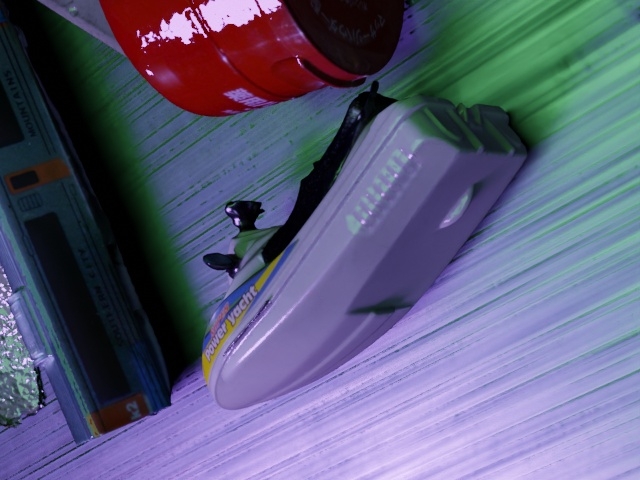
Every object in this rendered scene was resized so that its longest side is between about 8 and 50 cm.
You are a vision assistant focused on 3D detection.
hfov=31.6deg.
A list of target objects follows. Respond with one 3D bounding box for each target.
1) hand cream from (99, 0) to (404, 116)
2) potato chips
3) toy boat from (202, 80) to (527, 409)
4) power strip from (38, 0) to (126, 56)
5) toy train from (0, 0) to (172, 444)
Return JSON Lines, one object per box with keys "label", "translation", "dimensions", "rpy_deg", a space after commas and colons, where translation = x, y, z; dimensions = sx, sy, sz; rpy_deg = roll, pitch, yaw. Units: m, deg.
{"label": "hand cream", "translation": [-0.042, -0.179, 0.709], "dimensions": [0.125, 0.193, 0.193], "rpy_deg": [-11, 93, 32]}
{"label": "potato chips", "translation": [-0.314, 0.043, 0.972], "dimensions": [0.167, 0.059, 0.228], "rpy_deg": [6, 96, 22]}
{"label": "toy boat", "translation": [0.007, 0.001, 0.746], "dimensions": [0.269, 0.141, 0.141], "rpy_deg": [-40, 79, 30]}
{"label": "power strip", "translation": [-0.152, -0.196, 0.854], "dimensions": [0.268, 0.034, 0.092], "rpy_deg": [33, 112, 21]}
{"label": "toy train", "translation": [-0.234, -0.040, 0.882], "dimensions": [0.409, 0.089, 0.086], "rpy_deg": [66, 155, 3]}
